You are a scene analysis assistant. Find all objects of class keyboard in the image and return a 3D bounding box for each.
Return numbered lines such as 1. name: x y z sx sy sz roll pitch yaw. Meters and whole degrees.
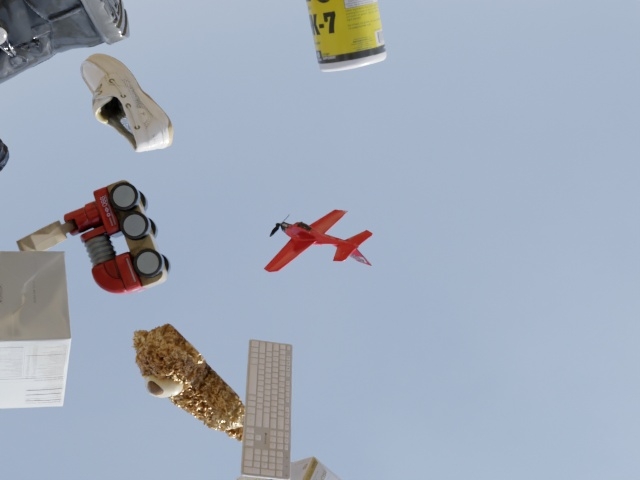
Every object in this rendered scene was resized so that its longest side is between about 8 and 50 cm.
1. keyboard: -0.080 0.251 1.462 0.072 0.014 0.256 13 -139 -12

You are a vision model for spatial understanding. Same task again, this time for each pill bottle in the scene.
1. pill bottle: 0.036 -0.396 1.611 0.119 0.209 0.119 -11 -166 3

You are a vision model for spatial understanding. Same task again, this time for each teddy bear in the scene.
1. teddy bear: -0.236 0.282 1.788 0.245 0.338 0.113 40 -103 20

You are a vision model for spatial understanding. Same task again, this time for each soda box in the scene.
1. soda box: -0.066 0.403 1.511 0.216 0.069 0.074 -28 -155 45

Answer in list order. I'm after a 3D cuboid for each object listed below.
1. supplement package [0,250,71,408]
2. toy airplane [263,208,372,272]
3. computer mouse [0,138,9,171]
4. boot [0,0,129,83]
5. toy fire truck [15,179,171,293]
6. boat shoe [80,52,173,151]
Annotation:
1. supplement package: -0.518 0.156 1.667 0.149 0.203 0.194 1 -133 -20
2. toy airplane: 0.000 0.000 1.196 0.151 0.028 0.151 -5 -144 4
3. computer mouse: -0.544 -0.165 1.217 0.188 0.272 0.072 -36 -147 -15
4. boot: -0.592 -0.413 1.575 0.445 0.367 0.146 -17 -142 7
5. toy fire truck: -0.449 0.015 1.908 0.246 0.217 0.158 -20 176 -2
6. boat shoe: -0.398 -0.268 1.858 0.096 0.098 0.277 -25 -125 -35
